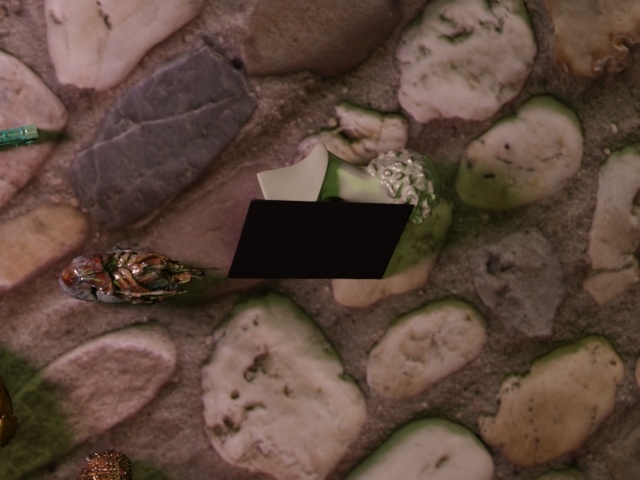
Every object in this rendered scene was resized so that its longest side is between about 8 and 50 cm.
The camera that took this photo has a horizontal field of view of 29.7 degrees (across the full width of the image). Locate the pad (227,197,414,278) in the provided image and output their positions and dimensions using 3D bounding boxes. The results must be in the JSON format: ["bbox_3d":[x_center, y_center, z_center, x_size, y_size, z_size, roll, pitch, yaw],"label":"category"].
[{"bbox_3d":[0.000,0.000,1.751,0.245,0.170,0.006,1,48,-18],"label":"pad"}]

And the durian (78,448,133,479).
[{"bbox_3d":[-0.294,0.328,1.666,0.080,0.091,0.080,11,72,-38],"label":"durian"}]

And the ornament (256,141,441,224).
[{"bbox_3d":[0.042,-0.080,1.768,0.285,0.130,0.120,1,69,-20],"label":"ornament"}]

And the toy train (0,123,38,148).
[{"bbox_3d":[-0.430,-0.140,1.651,0.092,0.045,0.029,-12,90,-21],"label":"toy train"}]

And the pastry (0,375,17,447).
[{"bbox_3d":[-0.512,0.219,1.586,0.229,0.100,0.219,18,83,-16],"label":"pastry"}]

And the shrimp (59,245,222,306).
[{"bbox_3d":[-0.250,0.046,1.695,0.232,0.079,0.090,-4,52,-22],"label":"shrimp"}]
